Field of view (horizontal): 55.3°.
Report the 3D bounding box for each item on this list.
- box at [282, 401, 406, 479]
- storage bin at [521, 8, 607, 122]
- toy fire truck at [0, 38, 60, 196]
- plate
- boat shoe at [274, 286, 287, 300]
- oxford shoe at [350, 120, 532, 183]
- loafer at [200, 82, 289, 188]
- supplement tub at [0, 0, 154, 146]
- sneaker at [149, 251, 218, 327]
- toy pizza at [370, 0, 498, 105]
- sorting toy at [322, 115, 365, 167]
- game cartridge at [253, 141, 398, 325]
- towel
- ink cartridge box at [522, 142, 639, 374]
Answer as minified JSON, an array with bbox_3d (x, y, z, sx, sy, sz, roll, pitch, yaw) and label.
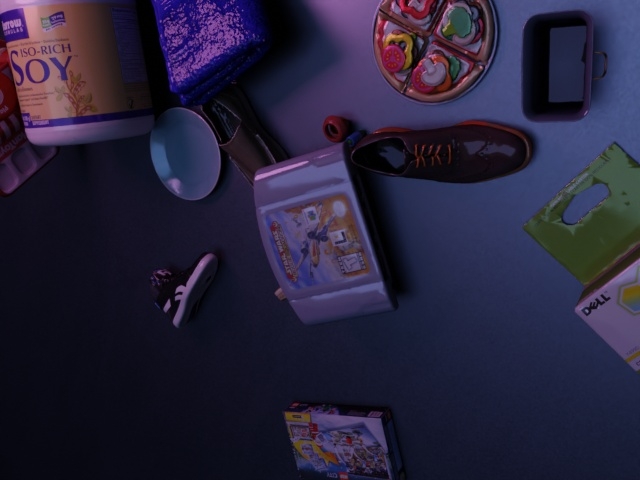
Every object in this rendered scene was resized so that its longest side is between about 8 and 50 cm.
[{"bbox_3d":[0.045,0.411,1.228,0.233,0.044,0.159,-6,103,33],"label":"box"},{"bbox_3d":[0.324,-0.230,0.802,0.098,0.091,0.135,5,110,31],"label":"storage bin"},{"bbox_3d":[-0.633,-0.272,1.278,0.169,0.302,0.254,8,137,30],"label":"toy fire truck"},{"bbox_3d":[-0.268,-0.174,1.232,0.188,0.024,0.188,11,112,29],"label":"plate"},{"bbox_3d":[-0.014,0.089,1.141,0.170,0.063,0.059,-25,86,35],"label":"boat shoe"},{"bbox_3d":[0.176,-0.125,0.926,0.271,0.098,0.097,2,108,32],"label":"oxford shoe"},{"bbox_3d":[-0.142,-0.170,1.115,0.094,0.087,0.251,-38,85,36],"label":"loafer"},{"bbox_3d":[-0.457,-0.357,1.152,0.241,0.241,0.331,3,108,31],"label":"supplement tub"},{"bbox_3d":[-0.307,0.083,1.312,0.121,0.079,0.217,39,124,13],"label":"sneaker"},{"bbox_3d":[0.162,-0.303,0.913,0.201,0.032,0.201,11,112,29],"label":"toy pizza"},{"bbox_3d":[0.047,-0.170,1.033,0.061,0.042,0.102,-8,115,49],"label":"sorting toy"},{"bbox_3d":[0.000,0.000,1.050,0.198,0.062,0.297,-15,100,20],"label":"game cartridge"},{"bbox_3d":[-0.207,-0.409,1.032,0.227,0.076,0.308,-28,74,36],"label":"towel"},{"bbox_3d":[0.419,0.026,0.829,0.255,0.097,0.189,46,124,10],"label":"ink cartridge box"}]
